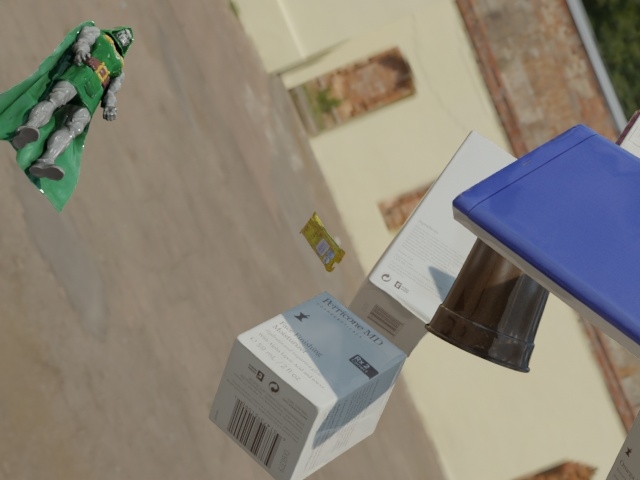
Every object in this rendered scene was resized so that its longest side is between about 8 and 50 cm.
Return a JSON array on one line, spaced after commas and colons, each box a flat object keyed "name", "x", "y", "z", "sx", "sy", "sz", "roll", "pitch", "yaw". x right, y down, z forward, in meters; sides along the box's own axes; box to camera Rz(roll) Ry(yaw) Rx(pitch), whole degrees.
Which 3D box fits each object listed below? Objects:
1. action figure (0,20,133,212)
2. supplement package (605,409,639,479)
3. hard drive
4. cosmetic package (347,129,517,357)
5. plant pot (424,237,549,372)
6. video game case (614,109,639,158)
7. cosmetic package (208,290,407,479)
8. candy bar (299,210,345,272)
[{"name": "action figure", "x": -0.247, "y": -0.155, "z": 1.235, "sx": 0.232, "sy": 0.063, "sz": 0.137, "roll": -70, "pitch": 145, "yaw": -45}, {"name": "supplement package", "x": 0.353, "y": 0.181, "z": 1.080, "sx": 0.105, "sy": 0.105, "sz": 0.179, "roll": 54, "pitch": -42, "yaw": 46}, {"name": "hard drive", "x": 0.330, "y": -0.007, "z": 1.349, "sx": 0.318, "sy": 0.210, "sz": 0.040, "roll": 41, "pitch": -27, "yaw": 42}, {"name": "cosmetic package", "x": 0.224, "y": 0.007, "z": 2.257, "sx": 0.156, "sy": 0.385, "sz": 0.217, "roll": 36, "pitch": -22, "yaw": 4}, {"name": "plant pot", "x": 0.260, "y": 0.085, "z": 1.756, "sx": 0.167, "sy": 0.165, "sz": 0.167, "roll": 22, "pitch": 5, "yaw": -2}, {"name": "video game case", "x": 0.625, "y": -0.096, "z": 2.285, "sx": 0.210, "sy": 0.232, "sz": 0.042, "roll": 33, "pitch": -3, "yaw": -8}, {"name": "cosmetic package", "x": -0.017, "y": 0.189, "z": 1.552, "sx": 0.151, "sy": 0.183, "sz": 0.151, "roll": 37, "pitch": -52, "yaw": 23}, {"name": "candy bar", "x": 0.000, "y": 0.000, "z": 1.716, "sx": 0.018, "sy": 0.040, "sz": 0.161, "roll": 34, "pitch": 9, "yaw": -26}]
